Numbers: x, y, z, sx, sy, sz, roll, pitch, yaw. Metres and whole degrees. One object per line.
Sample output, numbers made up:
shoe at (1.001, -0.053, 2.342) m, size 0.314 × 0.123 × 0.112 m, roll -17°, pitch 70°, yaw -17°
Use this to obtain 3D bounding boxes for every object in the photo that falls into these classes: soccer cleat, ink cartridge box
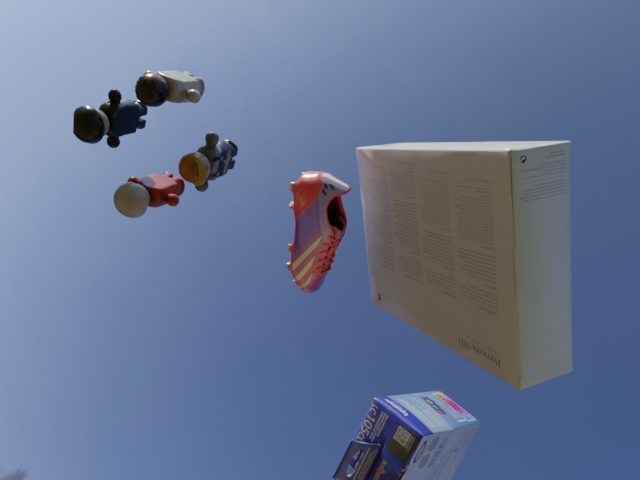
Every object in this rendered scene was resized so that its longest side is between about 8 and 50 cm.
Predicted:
soccer cleat at (0.000, 0.000, 0.859) m, size 0.095 × 0.083 × 0.248 m, roll 19°, pitch -50°, yaw 23°
ink cartridge box at (0.193, 0.515, 1.236) m, size 0.151 × 0.395 × 0.270 m, roll 30°, pitch -81°, yaw 37°

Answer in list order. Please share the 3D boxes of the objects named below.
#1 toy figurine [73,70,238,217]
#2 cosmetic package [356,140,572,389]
toy figurine at (-0.265, -0.159, 0.844) m, size 0.209 × 0.148 × 0.213 m, roll -18°, pitch -78°, yaw 26°
cosmetic package at (0.185, 0.002, 0.760) m, size 0.377 × 0.097 × 0.284 m, roll -155°, pitch -122°, yaw -66°
